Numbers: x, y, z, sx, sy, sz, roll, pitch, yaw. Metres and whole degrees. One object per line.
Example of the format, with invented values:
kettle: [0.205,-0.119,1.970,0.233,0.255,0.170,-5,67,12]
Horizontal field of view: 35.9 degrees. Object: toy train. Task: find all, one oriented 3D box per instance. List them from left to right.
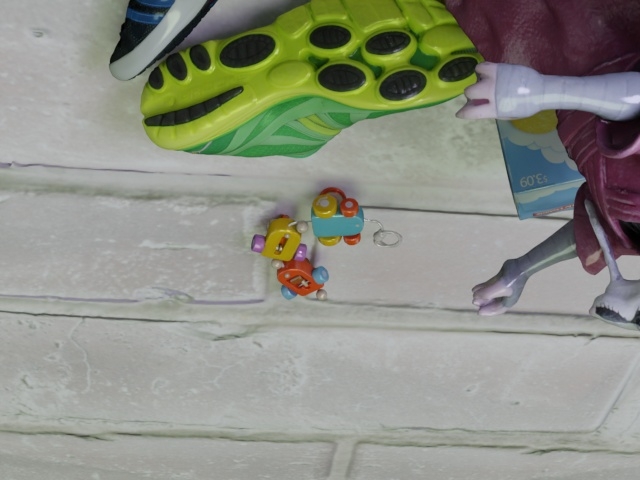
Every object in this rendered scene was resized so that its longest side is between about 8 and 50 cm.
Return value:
toy train: [0.000,0.000,1.046,0.166,0.046,0.125,-31,133,34]

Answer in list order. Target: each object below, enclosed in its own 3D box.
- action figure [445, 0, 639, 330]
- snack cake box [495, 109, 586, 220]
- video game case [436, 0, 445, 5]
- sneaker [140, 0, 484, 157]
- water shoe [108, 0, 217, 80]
action figure: [0.211,-0.091,0.657,0.275,0.370,0.248,-17,163,-2]
snack cake box: [0.276,-0.123,0.814,0.264,0.152,0.089,-13,163,11]
video game case: [0.191,-0.288,0.720,0.275,0.035,0.248,-14,138,12]
sneaker: [-0.006,-0.137,0.845,0.295,0.109,0.123,-8,170,18]
water shoe: [-0.122,-0.211,0.788,0.080,0.073,0.203,45,127,-8]
